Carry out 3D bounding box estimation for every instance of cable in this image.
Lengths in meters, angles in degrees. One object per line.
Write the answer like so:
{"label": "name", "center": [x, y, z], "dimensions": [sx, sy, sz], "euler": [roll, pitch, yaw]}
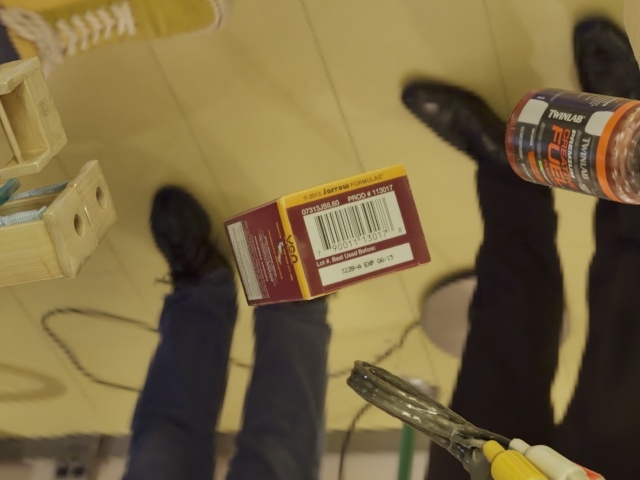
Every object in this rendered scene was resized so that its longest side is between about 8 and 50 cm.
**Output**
{"label": "cable", "center": [0.149, 0.171, 1.170], "dimensions": [0.139, 0.287, 0.072], "euler": [10, 110, -42]}

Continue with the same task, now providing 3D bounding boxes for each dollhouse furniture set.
{"label": "dollhouse furniture set", "center": [-0.287, -0.066, 1.211], "dimensions": [0.129, 0.129, 0.183], "euler": [-9, 113, 15]}

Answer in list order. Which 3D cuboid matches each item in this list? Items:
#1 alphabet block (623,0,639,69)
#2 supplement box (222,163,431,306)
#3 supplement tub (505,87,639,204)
{"label": "alphabet block", "center": [0.247, -0.160, 0.626], "dimensions": [0.193, 0.192, 0.197], "euler": [-8, 126, 6]}
{"label": "supplement box", "center": [0.000, 0.000, 1.065], "dimensions": [0.104, 0.080, 0.188], "euler": [-15, 180, -17]}
{"label": "supplement tub", "center": [0.290, -0.096, 1.360], "dimensions": [0.198, 0.106, 0.106], "euler": [17, 159, 50]}
